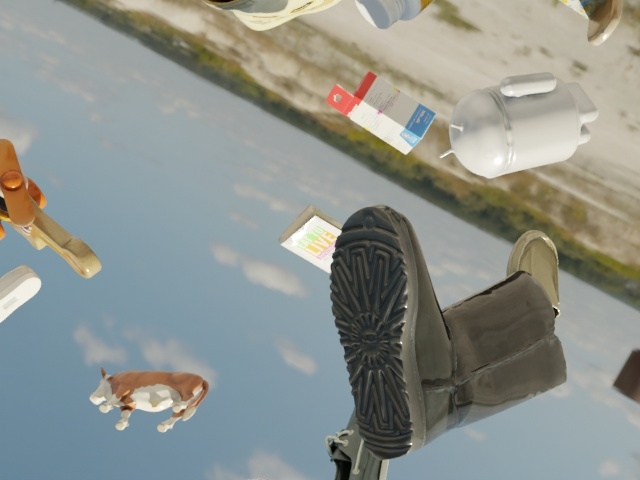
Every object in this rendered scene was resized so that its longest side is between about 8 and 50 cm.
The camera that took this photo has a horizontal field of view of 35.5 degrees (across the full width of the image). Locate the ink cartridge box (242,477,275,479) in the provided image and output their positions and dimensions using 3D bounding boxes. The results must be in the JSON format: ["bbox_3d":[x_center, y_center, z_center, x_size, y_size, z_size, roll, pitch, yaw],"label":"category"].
[{"bbox_3d":[-0.106,0.548,2.042,0.159,0.092,0.218,8,175,20],"label":"ink cartridge box"}]

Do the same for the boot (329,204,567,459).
[{"bbox_3d":[0.221,0.107,1.549,0.146,0.366,0.445,3,-170,44],"label":"boot"}]

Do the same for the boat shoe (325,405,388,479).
[{"bbox_3d":[0.058,0.351,1.647,0.099,0.319,0.116,9,155,-8],"label":"boat shoe"}]

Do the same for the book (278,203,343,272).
[{"bbox_3d":[0.000,0.000,1.947,0.144,0.096,0.035,30,-155,-39],"label":"book"}]

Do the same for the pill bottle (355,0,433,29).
[{"bbox_3d":[0.159,-0.455,1.691,0.117,0.215,0.117,41,163,16],"label":"pill bottle"}]

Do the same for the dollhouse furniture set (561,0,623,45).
[{"bbox_3d":[0.364,-0.481,1.398,0.362,0.394,0.256,31,-132,-13],"label":"dollhouse furniture set"}]

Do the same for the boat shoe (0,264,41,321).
[{"bbox_3d":[-0.639,0.113,1.956,0.063,0.184,0.066,42,167,37],"label":"boat shoe"}]

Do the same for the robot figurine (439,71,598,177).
[{"bbox_3d":[0.443,-0.258,2.261,0.354,0.300,0.199,-13,-131,-14],"label":"robot figurine"}]

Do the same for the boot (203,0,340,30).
[{"bbox_3d":[-0.064,-0.465,1.772,0.203,0.262,0.095,2,-109,-68],"label":"boot"}]

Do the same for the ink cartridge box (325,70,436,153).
[{"bbox_3d":[0.136,-0.306,2.306,0.231,0.078,0.134,33,165,-4],"label":"ink cartridge box"}]

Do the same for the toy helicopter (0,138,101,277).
[{"bbox_3d":[-0.563,-0.050,1.976,0.355,0.140,0.235,35,150,24],"label":"toy helicopter"}]

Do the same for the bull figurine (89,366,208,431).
[{"bbox_3d":[-0.433,0.380,2.442,0.311,0.101,0.188,-5,-154,9],"label":"bull figurine"}]

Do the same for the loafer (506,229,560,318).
[{"bbox_3d":[0.405,0.111,1.873,0.102,0.268,0.092,12,170,-21],"label":"loafer"}]
